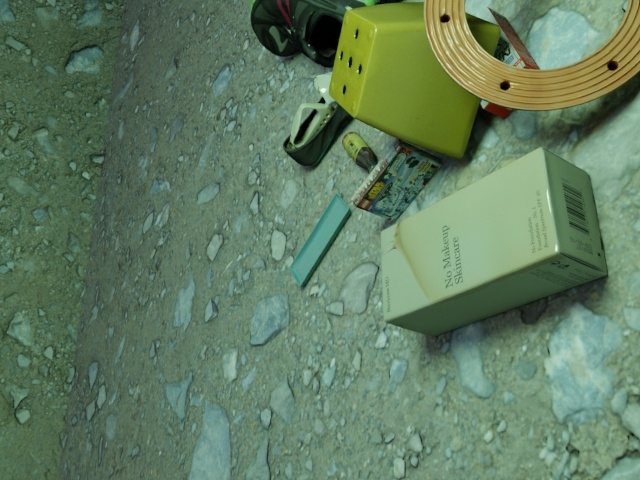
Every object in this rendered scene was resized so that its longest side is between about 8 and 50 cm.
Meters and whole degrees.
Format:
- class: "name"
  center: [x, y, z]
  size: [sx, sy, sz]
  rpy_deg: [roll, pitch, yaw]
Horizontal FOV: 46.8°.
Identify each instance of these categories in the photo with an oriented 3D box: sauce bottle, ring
- class: "sauce bottle"
  center: [0.080, -0.164, 1.410]
  size: [0.042, 0.042, 0.128]
  rpy_deg: [-58, 34, 19]
- class: "ring"
  center: [0.312, -0.333, 1.029]
  size: [0.336, 0.032, 0.337]
  rpy_deg: [-4, 76, 16]

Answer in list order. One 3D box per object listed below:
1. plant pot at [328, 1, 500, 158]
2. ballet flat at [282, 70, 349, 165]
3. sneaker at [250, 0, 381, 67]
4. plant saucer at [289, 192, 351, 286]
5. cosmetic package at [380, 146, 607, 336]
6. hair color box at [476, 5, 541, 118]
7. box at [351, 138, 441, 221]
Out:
- class: "plant pot"
  center: [0.132, -0.275, 1.194]
  size: [0.212, 0.187, 0.212]
  rpy_deg: [-123, 42, -58]
- class: "ballet flat"
  center: [0.015, -0.272, 1.508]
  size: [0.280, 0.096, 0.095]
  rpy_deg: [-56, 36, 21]
- class: "sneaker"
  center: [-0.024, -0.462, 1.573]
  size: [0.482, 0.185, 0.203]
  rpy_deg: [180, 88, -67]
- class: "plant saucer"
  center: [0.000, 0.000, 1.467]
  size: [0.192, 0.018, 0.067]
  rpy_deg: [-59, 36, 19]
- class: "cosmetic package"
  center: [0.230, 0.014, 1.048]
  size: [0.309, 0.113, 0.160]
  rpy_deg: [-30, 51, 44]
- class: "hair color box"
  center: [0.278, -0.285, 1.179]
  size: [0.093, 0.053, 0.167]
  rpy_deg: [-48, 39, 32]
- class: "box"
  center: [0.129, -0.100, 1.263]
  size: [0.137, 0.093, 0.027]
  rpy_deg: [-52, 39, 26]
